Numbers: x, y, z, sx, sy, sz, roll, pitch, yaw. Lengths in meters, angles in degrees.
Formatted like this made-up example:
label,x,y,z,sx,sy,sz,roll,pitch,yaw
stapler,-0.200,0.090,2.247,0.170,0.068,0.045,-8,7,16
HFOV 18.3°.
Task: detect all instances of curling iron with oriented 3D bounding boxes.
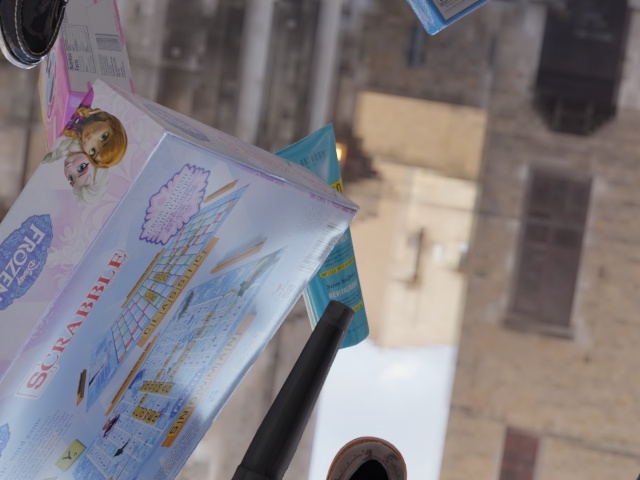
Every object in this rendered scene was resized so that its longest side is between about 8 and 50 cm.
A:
label,x,y,z,sx,sy,sz,roll,pitch,yaw
curling iron,-0.033,0.167,1.255,0.068,0.274,0.035,20,170,-4

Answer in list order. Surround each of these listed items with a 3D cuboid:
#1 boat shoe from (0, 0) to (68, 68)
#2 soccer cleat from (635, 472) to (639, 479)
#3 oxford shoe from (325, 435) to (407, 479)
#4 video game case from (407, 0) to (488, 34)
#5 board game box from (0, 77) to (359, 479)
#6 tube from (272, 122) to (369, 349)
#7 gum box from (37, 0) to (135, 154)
label,x,y,z,sx,sy,sz,roll,pitch,yaw
boat shoe,-0.161,-0.164,1.184,0.038,0.125,0.046,-6,156,41
soccer cleat,0.319,0.154,1.237,0.318,0.116,0.108,-28,126,37
oxford shoe,0.018,0.311,1.779,0.097,0.271,0.098,8,179,1
video game case,0.050,-0.207,1.149,0.015,0.166,0.119,-32,-178,41
board game box,-0.141,0.066,1.359,0.066,0.318,0.318,37,-174,23
tube,0.000,0.000,1.841,0.080,0.207,0.052,-31,-151,-33
gum box,-0.213,-0.132,1.797,0.062,0.107,0.188,3,-144,-15
